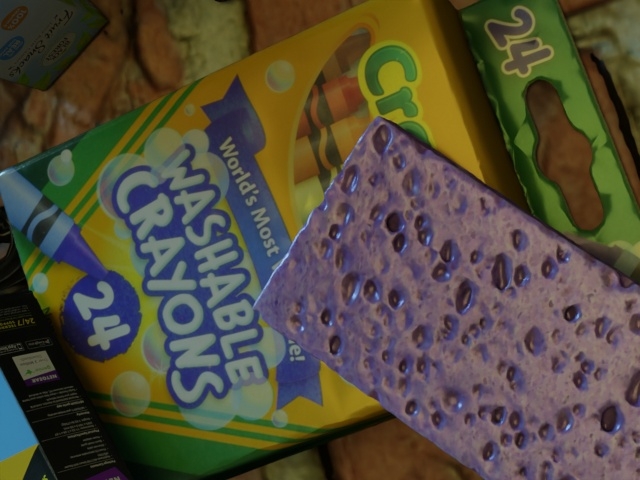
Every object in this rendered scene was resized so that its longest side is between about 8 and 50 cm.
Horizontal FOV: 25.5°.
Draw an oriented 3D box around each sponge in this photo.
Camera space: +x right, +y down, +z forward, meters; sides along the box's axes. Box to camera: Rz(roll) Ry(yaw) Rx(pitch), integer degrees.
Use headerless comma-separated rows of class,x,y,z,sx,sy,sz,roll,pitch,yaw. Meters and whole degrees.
sponge,0.081,0.044,0.670,0.210,0.031,0.117,35,101,17

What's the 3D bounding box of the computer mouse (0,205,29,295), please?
computer mouse,-0.297,-0.065,0.845,0.188,0.072,0.272,-22,117,15

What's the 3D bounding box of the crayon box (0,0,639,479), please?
crayon box,0.000,0.000,0.764,0.322,0.083,0.203,-23,79,17

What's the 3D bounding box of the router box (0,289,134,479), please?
router box,-0.175,0.135,0.786,0.133,0.046,0.179,56,135,26

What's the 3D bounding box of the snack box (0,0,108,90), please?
snack box,-0.240,-0.181,0.801,0.070,0.207,0.174,-44,74,12
